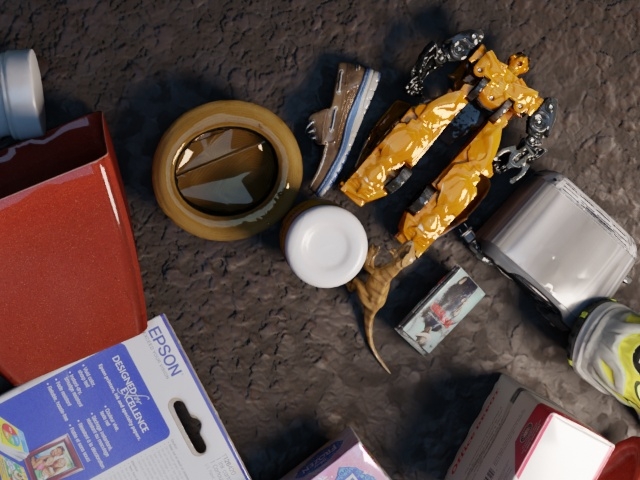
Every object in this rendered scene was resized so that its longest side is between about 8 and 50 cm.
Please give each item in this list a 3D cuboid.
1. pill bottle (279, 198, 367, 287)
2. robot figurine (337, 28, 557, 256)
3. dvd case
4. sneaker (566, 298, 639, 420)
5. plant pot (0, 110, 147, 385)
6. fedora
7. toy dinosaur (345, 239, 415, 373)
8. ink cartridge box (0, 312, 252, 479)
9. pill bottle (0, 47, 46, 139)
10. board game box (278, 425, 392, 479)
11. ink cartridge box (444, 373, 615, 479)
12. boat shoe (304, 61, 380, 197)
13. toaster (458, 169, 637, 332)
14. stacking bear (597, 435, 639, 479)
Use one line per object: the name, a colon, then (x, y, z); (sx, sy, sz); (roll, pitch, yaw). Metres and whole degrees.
pill bottle: (0.000, 0.000, 1.793); (0.103, 0.184, 0.103); (0, 95, -5)
robot figurine: (0.168, -0.134, 1.847); (0.211, 0.085, 0.291); (42, 91, -7)
dvd case: (0.160, 0.094, 1.875); (0.119, 0.013, 0.087); (-45, 140, 1)
sneaker: (0.484, 0.210, 1.832); (0.385, 0.147, 0.145); (26, 92, -32)
plant pot: (-0.345, 0.019, 1.740); (0.267, 0.267, 0.235); (-22, 109, -3)
fedora: (-0.122, -0.091, 1.827); (0.194, 0.079, 0.194); (-1, 94, -7)
toy dinosaur: (0.067, 0.072, 1.859); (0.064, 0.112, 0.211); (-10, 139, -25)
ink cartridge box: (-0.275, 0.293, 1.854); (0.307, 0.072, 0.303); (-27, 96, -8)
pill bottle: (-0.486, -0.167, 1.752); (0.272, 0.152, 0.152); (-8, 96, -5)
board game box: (0.010, 0.462, 1.866); (0.318, 0.066, 0.318); (-38, 109, -1)
ink cartridge box: (0.263, 0.288, 1.817); (0.100, 0.237, 0.172); (28, 92, -10)
boat shoe: (0.015, -0.147, 1.847); (0.066, 0.066, 0.183); (23, 83, -2)
toaster: (0.303, 0.008, 1.852); (0.227, 0.129, 0.146); (41, 87, -8)
stacking bear: (0.437, 0.437, 1.888); (0.175, 0.164, 0.289); (-30, 108, 20)
